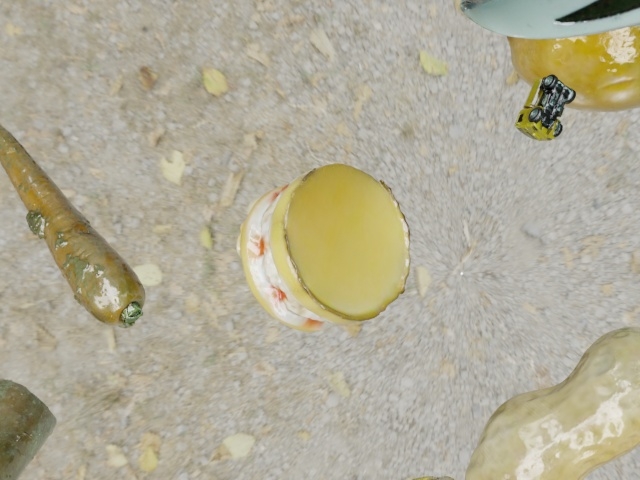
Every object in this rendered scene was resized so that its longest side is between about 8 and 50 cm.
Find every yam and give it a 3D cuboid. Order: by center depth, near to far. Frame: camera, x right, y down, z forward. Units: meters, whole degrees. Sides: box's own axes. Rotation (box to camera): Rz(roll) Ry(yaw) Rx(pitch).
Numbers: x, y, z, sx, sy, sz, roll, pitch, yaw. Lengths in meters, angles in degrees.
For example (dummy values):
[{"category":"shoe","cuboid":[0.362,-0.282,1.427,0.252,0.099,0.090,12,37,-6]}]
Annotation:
[{"category":"yam","cuboid":[-0.261,0.167,0.715,0.069,0.146,0.070,7,122,11]}]

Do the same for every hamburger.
[{"category":"hamburger","cuboid":[0.000,0.000,1.509,0.261,0.186,0.303,34,61,-29]}]

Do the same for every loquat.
[{"category":"loquat","cuboid":[0.428,-0.322,1.399,0.283,0.276,0.276,10,89,-16]}]

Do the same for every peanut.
[{"category":"peanut","cuboid":[0.249,0.179,0.904,0.263,0.101,0.117,-38,53,4]}]

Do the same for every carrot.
[{"category":"carrot","cuboid":[-0.213,-0.024,0.726,0.049,0.049,0.254,-45,62,5]}]

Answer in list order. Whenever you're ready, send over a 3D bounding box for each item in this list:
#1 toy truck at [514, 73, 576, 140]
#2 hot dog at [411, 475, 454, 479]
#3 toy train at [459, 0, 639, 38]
[{"category":"toy truck","cuboid":[0.298,-0.175,1.229,0.049,0.054,0.083,28,80,-29]},{"category":"hot dog","cuboid":[0.170,0.388,1.355,0.061,0.169,0.078,29,92,29]},{"category":"toy train","cuboid":[0.267,-0.197,0.508,0.407,0.086,0.088,-22,115,37]}]
